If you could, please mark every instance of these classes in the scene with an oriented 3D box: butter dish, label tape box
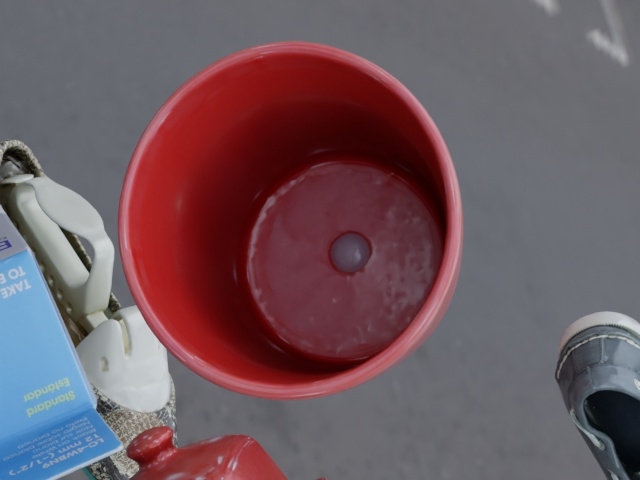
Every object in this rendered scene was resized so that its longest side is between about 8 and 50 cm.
[{"bbox_3d":[-0.092,0.183,1.329,0.118,0.160,0.160,60,14,-6],"label":"butter dish"},{"bbox_3d":[-0.303,0.070,1.270,0.347,0.249,0.115,41,-30,60],"label":"label tape box"}]

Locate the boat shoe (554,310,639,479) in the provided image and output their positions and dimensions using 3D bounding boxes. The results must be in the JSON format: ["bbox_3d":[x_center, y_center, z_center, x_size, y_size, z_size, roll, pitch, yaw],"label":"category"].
[{"bbox_3d":[0.296,0.209,1.648,0.319,0.116,0.099,57,19,-22],"label":"boat shoe"}]

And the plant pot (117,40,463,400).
[{"bbox_3d":[0.000,0.000,1.562,0.243,0.275,0.275,33,43,-74],"label":"plant pot"}]

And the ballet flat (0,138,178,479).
[{"bbox_3d":[-0.283,0.078,2.234,0.164,0.182,0.483,-6,55,-50],"label":"ballet flat"}]
